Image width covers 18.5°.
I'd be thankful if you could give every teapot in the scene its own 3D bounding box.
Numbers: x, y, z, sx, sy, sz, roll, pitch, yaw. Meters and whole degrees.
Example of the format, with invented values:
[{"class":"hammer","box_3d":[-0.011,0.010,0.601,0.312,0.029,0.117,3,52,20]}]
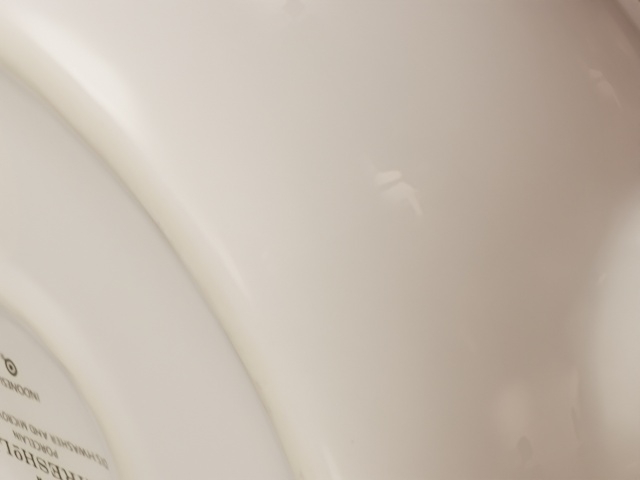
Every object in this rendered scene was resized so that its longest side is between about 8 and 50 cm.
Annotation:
[{"class":"teapot","box_3d":[0.000,0.000,0.465,0.187,0.256,0.252,-32,-18,-34]}]
